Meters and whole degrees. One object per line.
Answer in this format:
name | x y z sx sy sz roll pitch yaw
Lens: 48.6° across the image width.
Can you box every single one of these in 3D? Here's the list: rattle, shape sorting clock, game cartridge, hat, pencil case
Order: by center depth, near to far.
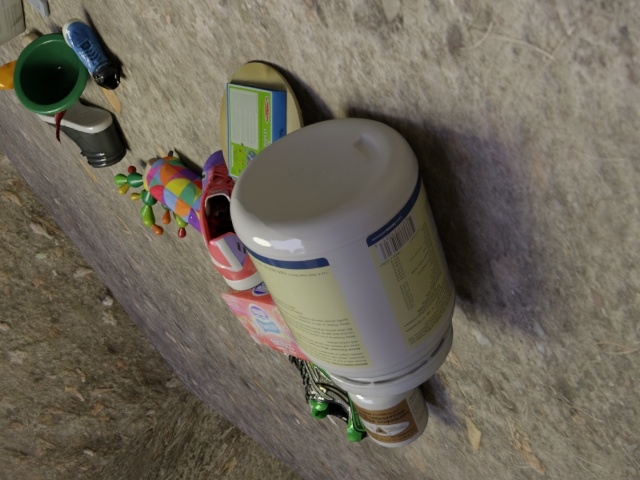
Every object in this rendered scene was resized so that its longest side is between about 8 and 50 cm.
shape sorting clock | -0.087 -0.153 1.030 0.206 0.040 0.206 20 115 51
pencil case | -0.256 -0.086 1.456 0.236 0.104 0.104 39 156 24
game cartridge | -0.591 -0.504 1.459 0.083 0.017 0.056 46 161 3
hat | -0.553 -0.339 1.564 0.183 0.208 0.173 16 -118 -74
rattle | -0.652 -0.389 1.606 0.199 0.142 0.130 35 137 40

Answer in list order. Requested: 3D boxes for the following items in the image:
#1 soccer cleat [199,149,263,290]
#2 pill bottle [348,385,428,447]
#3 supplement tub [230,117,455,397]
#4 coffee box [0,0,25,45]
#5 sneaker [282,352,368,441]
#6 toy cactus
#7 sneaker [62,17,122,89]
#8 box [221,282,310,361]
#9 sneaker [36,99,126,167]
soccer cleat | -0.149 -0.065 1.145 0.318 0.108 0.116 -106 -10 -45
pill bottle | 0.119 0.277 1.337 0.131 0.131 0.229 25 149 42
supplement tub | 0.044 0.031 0.931 0.235 0.235 0.325 24 148 43
coffee box | -0.864 -0.547 1.449 0.334 0.338 0.337 49 157 -3
sneaker | 0.001 0.295 1.558 0.343 0.146 0.134 38 156 22
toy cactus | -0.384 -0.117 1.654 0.219 0.112 0.180 42 138 18
sneaker | -0.433 -0.354 1.366 0.084 0.058 0.152 41 162 29
box | -0.042 0.119 1.334 0.142 0.154 0.300 55 157 -20
sneaker | -0.586 -0.261 1.729 0.295 0.104 0.147 24 143 36
